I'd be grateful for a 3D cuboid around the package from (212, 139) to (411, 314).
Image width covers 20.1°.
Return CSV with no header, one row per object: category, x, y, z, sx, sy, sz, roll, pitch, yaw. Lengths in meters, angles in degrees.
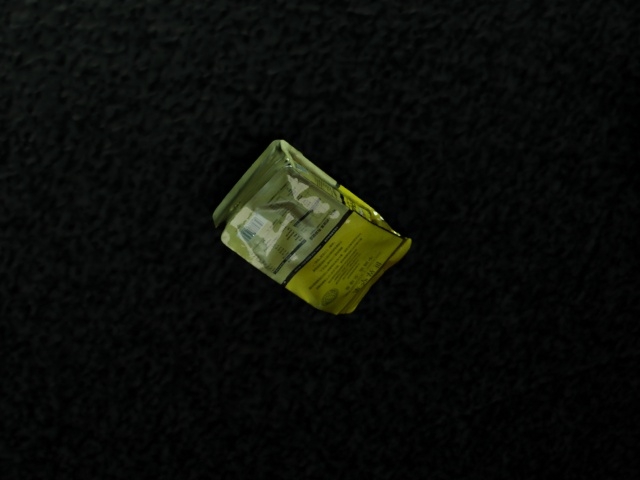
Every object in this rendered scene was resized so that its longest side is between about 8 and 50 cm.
package,0.000,0.000,1.147,0.131,0.047,0.071,38,101,-29
